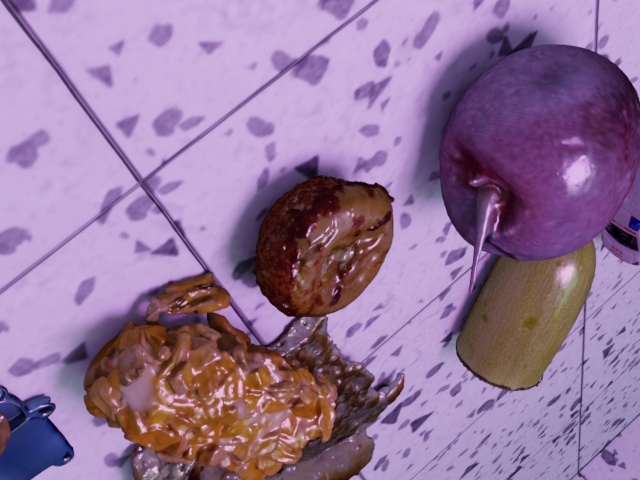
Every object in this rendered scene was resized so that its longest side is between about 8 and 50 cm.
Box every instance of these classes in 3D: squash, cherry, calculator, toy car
[{"bbox_3d":[0.282,0.071,1.104,0.133,0.132,0.247,-14,133,-39],"label":"squash"},{"bbox_3d":[0.215,-0.085,0.810,0.266,0.184,0.213,-42,159,-35],"label":"cherry"},{"bbox_3d":[-0.263,0.172,0.702,0.094,0.019,0.141,-34,144,-17],"label":"calculator"},{"bbox_3d":[0.474,-0.055,1.212,0.108,0.089,0.209,-10,131,-41],"label":"toy car"}]

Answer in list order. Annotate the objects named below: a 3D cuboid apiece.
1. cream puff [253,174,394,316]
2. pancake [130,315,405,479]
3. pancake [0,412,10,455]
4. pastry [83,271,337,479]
[{"bbox_3d":[0.000,0.000,0.750,0.149,0.084,0.149,-33,146,-26],"label":"cream puff"},{"bbox_3d":[-0.033,0.245,0.996,0.305,0.067,0.427,-46,145,-2],"label":"pancake"},{"bbox_3d":[-0.299,0.159,0.635,0.115,0.011,0.114,-16,132,-19],"label":"pancake"},{"bbox_3d":[-0.093,0.130,0.745,0.154,0.102,0.250,-51,133,2],"label":"pastry"}]
